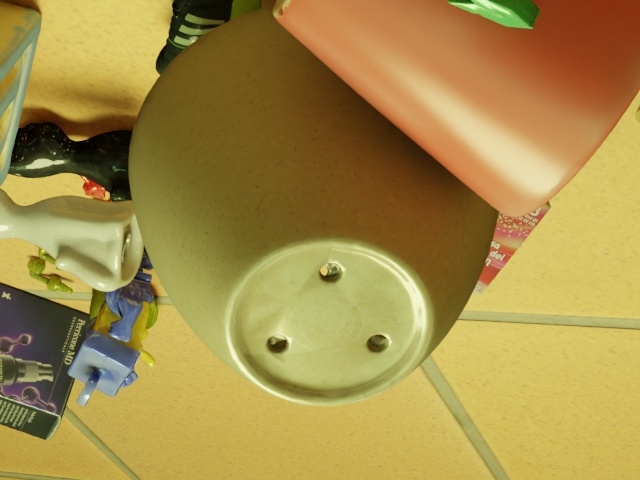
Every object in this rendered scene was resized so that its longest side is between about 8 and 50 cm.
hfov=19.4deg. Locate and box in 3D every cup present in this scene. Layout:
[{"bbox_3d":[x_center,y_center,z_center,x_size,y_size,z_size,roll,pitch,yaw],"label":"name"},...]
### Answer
[{"bbox_3d":[0.000,0.000,1.562,0.331,0.237,0.331,-1,124,-2],"label":"cup"}]

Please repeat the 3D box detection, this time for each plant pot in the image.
[{"bbox_3d":[0.114,-0.189,1.414,0.243,0.275,0.275,30,151,-9],"label":"plant pot"}]

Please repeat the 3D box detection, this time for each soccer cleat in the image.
[{"bbox_3d":[-0.111,-0.207,1.709,0.072,0.060,0.179,36,142,-17],"label":"soccer cleat"}]

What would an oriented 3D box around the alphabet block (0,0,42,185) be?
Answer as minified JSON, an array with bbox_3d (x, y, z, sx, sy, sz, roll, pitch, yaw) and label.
[{"bbox_3d":[-0.395,-0.134,1.776,0.197,0.192,0.193,17,113,-1],"label":"alphabet block"}]

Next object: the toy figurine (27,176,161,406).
[{"bbox_3d":[-0.270,0.097,2.193,0.191,0.217,0.362,21,152,-11],"label":"toy figurine"}]

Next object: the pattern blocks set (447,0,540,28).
[{"bbox_3d":[0.103,-0.223,1.144,0.285,0.026,0.325,17,158,4],"label":"pattern blocks set"}]

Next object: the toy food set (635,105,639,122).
[{"bbox_3d":[0.329,-0.113,1.685,0.082,0.020,0.083,15,153,0],"label":"toy food set"}]

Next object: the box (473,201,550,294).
[{"bbox_3d":[0.072,-0.075,1.735,0.257,0.128,0.122,26,119,-19],"label":"box"}]

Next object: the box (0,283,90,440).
[{"bbox_3d":[-0.419,0.148,2.444,0.207,0.153,0.108,19,153,-9],"label":"box"}]

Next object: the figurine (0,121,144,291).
[{"bbox_3d":[-0.265,-0.046,1.938,0.209,0.215,0.092,12,127,16],"label":"figurine"}]
